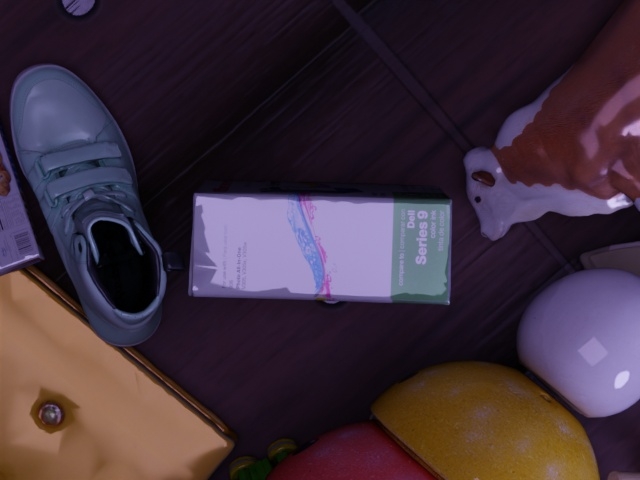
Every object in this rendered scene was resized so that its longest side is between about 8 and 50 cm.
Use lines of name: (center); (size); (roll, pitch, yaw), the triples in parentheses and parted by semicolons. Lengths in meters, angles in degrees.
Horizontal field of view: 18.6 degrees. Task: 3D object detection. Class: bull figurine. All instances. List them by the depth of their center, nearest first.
bull figurine: (0.264, -0.101, 1.642); (0.188, 0.101, 0.310); (38, 93, 2)

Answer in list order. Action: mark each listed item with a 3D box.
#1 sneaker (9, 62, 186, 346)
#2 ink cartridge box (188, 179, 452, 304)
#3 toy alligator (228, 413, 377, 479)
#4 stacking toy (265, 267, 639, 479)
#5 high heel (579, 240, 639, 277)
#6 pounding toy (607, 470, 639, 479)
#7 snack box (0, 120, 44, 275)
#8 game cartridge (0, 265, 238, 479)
sneaker: (-0.184, -0.043, 1.614); (0.094, 0.151, 0.255); (-21, 84, -14)
ink cartridge box: (0.000, 0.000, 1.630); (0.212, 0.154, 0.093); (0, 95, 1)
toy alligator: (-0.016, 0.205, 1.704); (0.190, 0.056, 0.051); (-24, 136, 2)
stacking toy: (0.107, 0.217, 1.576); (0.350, 0.350, 0.480); (41, 87, -3)
high heel: (0.352, 0.089, 1.687); (0.261, 0.186, 0.093); (21, 73, 31)
pounding toy: (0.242, 0.287, 1.644); (0.155, 0.269, 0.154); (47, 133, -5)
snack box: (-0.292, -0.055, 1.665); (0.064, 0.022, 0.178); (-20, 75, 3)
game cartridge: (-0.281, 0.206, 1.708); (0.285, 0.052, 0.323); (40, 97, -3)
